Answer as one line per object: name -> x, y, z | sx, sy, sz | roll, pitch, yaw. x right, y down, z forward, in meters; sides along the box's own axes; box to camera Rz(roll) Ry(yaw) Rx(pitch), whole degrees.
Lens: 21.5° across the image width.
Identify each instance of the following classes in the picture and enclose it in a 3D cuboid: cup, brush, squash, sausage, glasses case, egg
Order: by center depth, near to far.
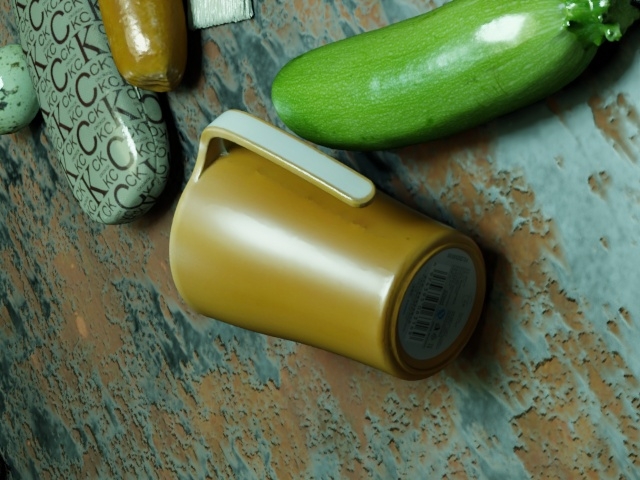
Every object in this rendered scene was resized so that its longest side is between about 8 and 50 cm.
squash -> 0.094, -0.138, 1.386 | 0.395, 0.107, 0.107 | -12, 83, 48
cup -> 0.000, 0.000, 1.444 | 0.264, 0.182, 0.226 | 23, 146, 40
brush -> -0.107, -0.350, 1.685 | 0.103, 0.013, 0.272 | -2, 90, 50
sausage -> -0.188, -0.267, 1.722 | 0.098, 0.098, 0.238 | -24, 73, 48
glasses case -> -0.249, -0.185, 1.805 | 0.137, 0.085, 0.355 | -41, 62, 42
egg -> -0.360, -0.174, 1.939 | 0.085, 0.085, 0.110 | 34, 110, 43
